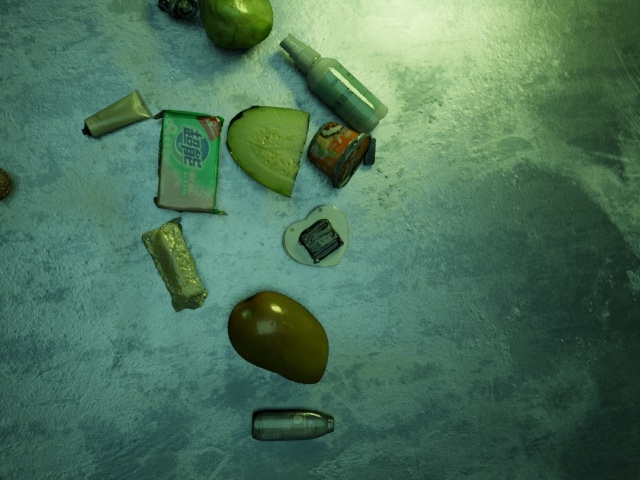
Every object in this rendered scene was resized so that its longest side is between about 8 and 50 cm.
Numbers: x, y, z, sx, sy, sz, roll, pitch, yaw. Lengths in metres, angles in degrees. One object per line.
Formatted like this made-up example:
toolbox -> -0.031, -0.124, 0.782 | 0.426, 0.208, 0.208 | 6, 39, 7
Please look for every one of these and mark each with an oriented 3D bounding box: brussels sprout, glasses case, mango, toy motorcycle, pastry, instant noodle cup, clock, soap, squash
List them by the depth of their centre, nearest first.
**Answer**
brussels sprout -> -0.225, -0.621, 1.628 | 0.223, 0.161, 0.223 | 8, 70, -22
toy motorcycle -> -0.395, -0.679, 1.644 | 0.124, 0.061, 0.193 | -17, 78, 23
soap -> -0.354, -0.210, 1.652 | 0.218, 0.098, 0.273 | 5, 92, -15
squash -> -0.156, -0.257, 1.653 | 0.155, 0.204, 0.236 | 17, 88, -32
pastry -> -0.400, 0.075, 1.657 | 0.122, 0.089, 0.258 | -19, 91, 5
mango -> -0.107, 0.269, 1.661 | 0.317, 0.173, 0.211 | 38, 86, -14
instant noodle cup -> 0.044, -0.252, 1.682 | 0.126, 0.208, 0.177 | 36, 43, 12
clock -> 0.000, 0.000, 1.724 | 0.198, 0.064, 0.172 | -35, 95, -6
glasses case -> 0.143, -0.260, 1.761 | 0.034, 0.023, 0.083 | 2, 92, -17

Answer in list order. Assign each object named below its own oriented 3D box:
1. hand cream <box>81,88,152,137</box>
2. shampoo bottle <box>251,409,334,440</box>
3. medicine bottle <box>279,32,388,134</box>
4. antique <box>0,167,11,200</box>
hand cream -> -0.562, -0.336, 1.644 | 0.186, 0.054, 0.087 | -30, 90, -13
shampoo bottle -> -0.078, 0.528, 1.726 | 0.234, 0.049, 0.087 | 1, 89, -8
medicine bottle -> 0.030, -0.446, 1.697 | 0.352, 0.110, 0.110 | 41, 85, -7
antique -> -0.861, -0.147, 1.575 | 0.104, 0.104, 0.104 | 0, 91, -8
